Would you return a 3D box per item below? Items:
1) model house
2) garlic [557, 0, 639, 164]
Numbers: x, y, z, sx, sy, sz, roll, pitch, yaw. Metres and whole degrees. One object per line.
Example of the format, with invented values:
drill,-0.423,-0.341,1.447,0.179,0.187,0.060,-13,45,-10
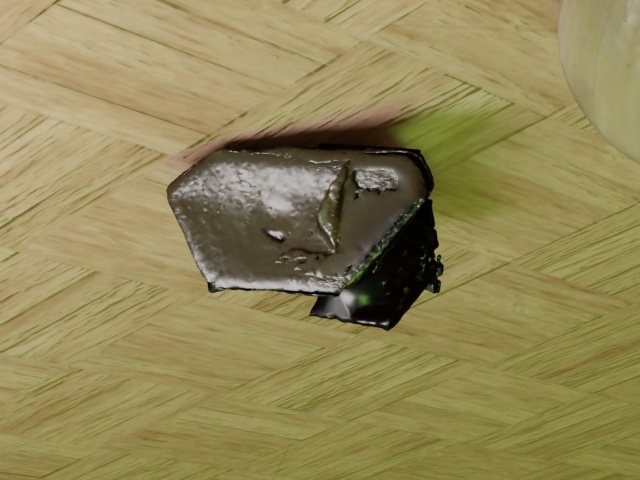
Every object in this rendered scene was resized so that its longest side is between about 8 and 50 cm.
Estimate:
model house,-0.004,-0.010,1.280,0.203,0.141,0.164,9,-177,15
garlic,0.301,-0.134,0.990,0.249,0.286,0.313,-54,159,-5
